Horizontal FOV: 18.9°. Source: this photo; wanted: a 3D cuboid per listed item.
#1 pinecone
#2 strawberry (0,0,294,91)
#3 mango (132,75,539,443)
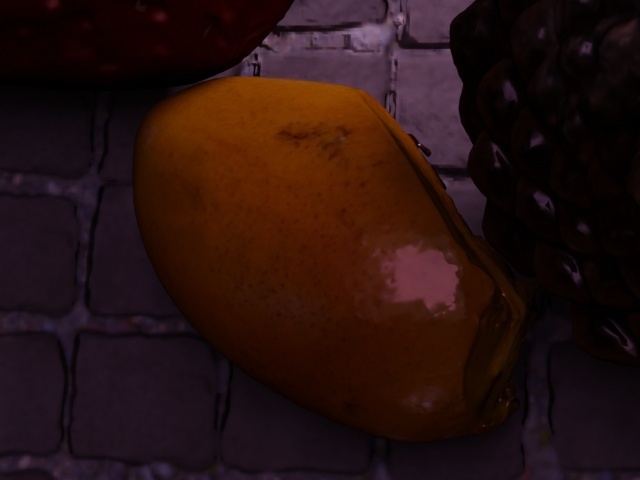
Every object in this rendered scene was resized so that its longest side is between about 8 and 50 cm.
[{"bbox_3d":[0.216,-0.082,0.918,0.298,0.242,0.296,38,64,18],"label":"pinecone"},{"bbox_3d":[-0.163,-0.223,1.021,0.345,0.295,0.317,24,112,-9],"label":"strawberry"},{"bbox_3d":[0.000,0.000,0.980,0.252,0.126,0.154,38,88,23],"label":"mango"}]
